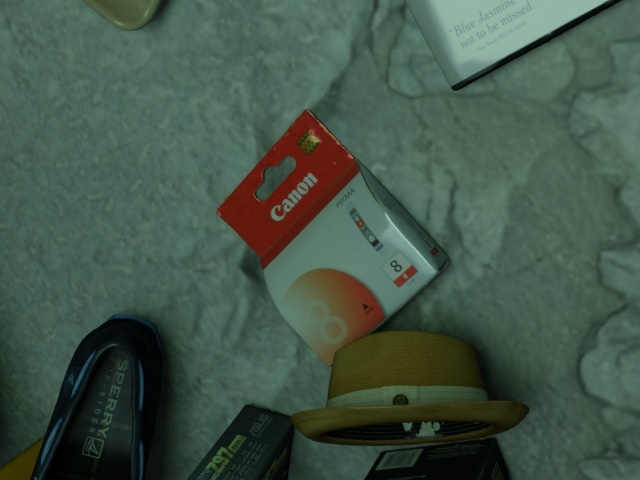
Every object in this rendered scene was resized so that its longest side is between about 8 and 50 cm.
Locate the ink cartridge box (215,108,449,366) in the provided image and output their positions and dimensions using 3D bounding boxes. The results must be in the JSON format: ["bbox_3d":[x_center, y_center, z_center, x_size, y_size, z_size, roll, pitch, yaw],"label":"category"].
[{"bbox_3d":[0.000,0.000,0.714,0.179,0.045,0.145,46,119,1],"label":"ink cartridge box"}]

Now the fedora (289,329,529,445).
[{"bbox_3d":[0.071,0.122,0.680,0.194,0.194,0.079,-14,65,28],"label":"fedora"}]

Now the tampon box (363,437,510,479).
[{"bbox_3d":[0.113,0.274,0.722,0.121,0.101,0.161,-14,102,28],"label":"tampon box"}]

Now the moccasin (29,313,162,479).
[{"bbox_3d":[-0.237,0.241,0.791,0.138,0.117,0.341,7,90,-6],"label":"moccasin"}]

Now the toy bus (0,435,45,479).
[{"bbox_3d":[-0.252,0.383,0.923,0.130,0.108,0.332,-40,88,30],"label":"toy bus"}]

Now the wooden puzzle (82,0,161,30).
[{"bbox_3d":[-0.177,-0.333,0.684,0.221,0.044,0.238,40,114,8],"label":"wooden puzzle"}]

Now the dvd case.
[{"bbox_3d":[0.114,-0.259,0.584,0.180,0.022,0.253,-26,95,30],"label":"dvd case"}]

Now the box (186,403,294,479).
[{"bbox_3d":[-0.095,0.285,0.746,0.059,0.232,0.183,14,113,13],"label":"box"}]
